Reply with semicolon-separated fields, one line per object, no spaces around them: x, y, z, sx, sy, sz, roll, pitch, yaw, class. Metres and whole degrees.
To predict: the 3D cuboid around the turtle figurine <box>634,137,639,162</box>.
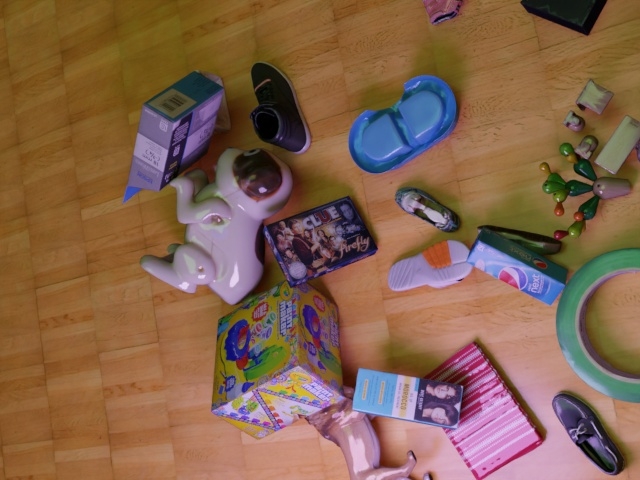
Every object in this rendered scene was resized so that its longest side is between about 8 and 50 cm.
0.688;-0.186;1.526;0.118;0.234;0.175;-10;83;28;turtle figurine

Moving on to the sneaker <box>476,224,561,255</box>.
0.449;0.024;1.757;0.192;0.064;0.086;13;109;24;sneaker

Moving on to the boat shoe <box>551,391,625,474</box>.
0.577;0.417;1.661;0.075;0.065;0.206;-45;68;20;boat shoe

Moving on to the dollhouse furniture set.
0.608;-0.238;1.646;0.151;0.123;0.144;35;105;18;dollhouse furniture set

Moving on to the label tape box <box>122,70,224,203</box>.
-0.389;-0.248;2.028;0.106;0.240;0.333;30;131;8;label tape box

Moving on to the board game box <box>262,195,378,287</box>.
0.000;0.000;1.921;0.165;0.243;0.042;62;157;16;board game box

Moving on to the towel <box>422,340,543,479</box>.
0.369;0.400;1.800;0.199;0.031;0.275;-42;68;23;towel

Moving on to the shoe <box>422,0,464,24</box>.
0.331;-0.589;1.843;0.178;0.063;0.081;-20;80;33;shoe

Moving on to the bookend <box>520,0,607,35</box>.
0.557;-0.563;1.707;0.157;0.072;0.156;32;102;27;bookend

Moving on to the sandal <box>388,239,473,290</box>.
0.275;0.067;1.847;0.265;0.076;0.102;-18;63;48;sandal

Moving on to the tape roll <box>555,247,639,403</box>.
0.665;0.176;1.616;0.321;0.077;0.321;-1;88;29;tape roll

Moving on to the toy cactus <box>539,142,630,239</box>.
0.574;-0.105;1.671;0.180;0.112;0.219;-1;64;6;toy cactus

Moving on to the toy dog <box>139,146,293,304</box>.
-0.229;-0.054;2.016;0.395;0.284;0.408;31;103;13;toy dog

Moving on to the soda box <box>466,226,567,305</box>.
0.434;0.056;1.696;0.210;0.071;0.067;27;125;6;soda box

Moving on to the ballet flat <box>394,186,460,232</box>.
0.253;-0.080;1.863;0.188;0.070;0.070;28;101;27;ballet flat

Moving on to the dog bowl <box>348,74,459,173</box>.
0.209;-0.278;1.890;0.297;0.074;0.166;-32;73;24;dog bowl

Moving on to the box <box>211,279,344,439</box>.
-0.106;0.290;1.914;0.279;0.177;0.290;-31;38;24;box

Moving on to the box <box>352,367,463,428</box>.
0.202;0.368;1.783;0.244;0.060;0.100;8;75;7;box

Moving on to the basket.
-0.337;-0.382;2.177;0.103;0.113;0.167;-18;80;29;basket

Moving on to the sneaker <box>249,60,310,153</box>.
-0.136;-0.370;2.045;0.104;0.147;0.295;-34;71;26;sneaker

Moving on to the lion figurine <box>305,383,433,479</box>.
0.102;0.501;1.873;0.240;0.142;0.392;-26;68;11;lion figurine
